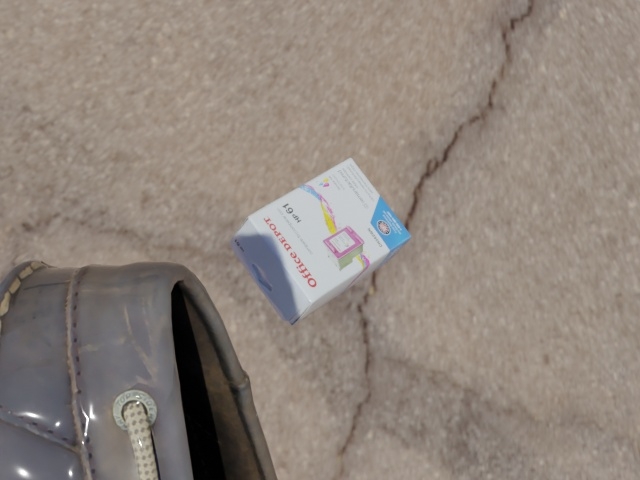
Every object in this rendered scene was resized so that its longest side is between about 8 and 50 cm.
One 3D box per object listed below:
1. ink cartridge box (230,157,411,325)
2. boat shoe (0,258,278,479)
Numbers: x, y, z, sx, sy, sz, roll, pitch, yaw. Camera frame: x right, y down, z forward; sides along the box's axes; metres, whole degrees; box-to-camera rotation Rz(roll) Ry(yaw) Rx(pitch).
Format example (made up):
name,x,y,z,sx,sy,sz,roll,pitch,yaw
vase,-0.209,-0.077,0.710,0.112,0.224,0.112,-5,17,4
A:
name,x,y,z,sx,sy,sz,roll,pitch,yaw
ink cartridge box,0.000,0.000,0.953,0.088,0.122,0.052,53,147,7
boat shoe,-0.026,0.164,0.381,0.130,0.132,0.355,-19,112,18
